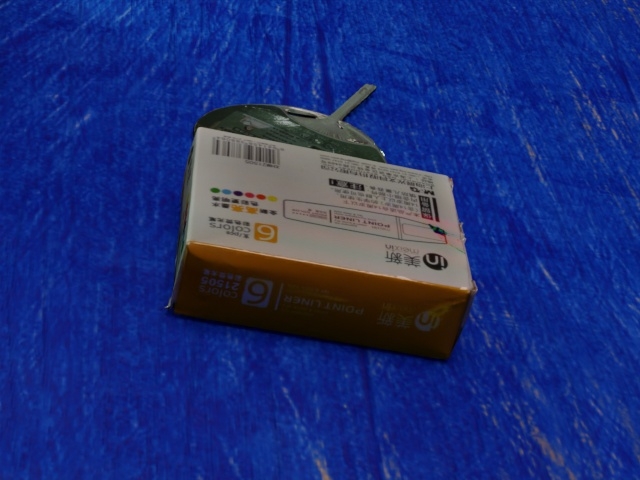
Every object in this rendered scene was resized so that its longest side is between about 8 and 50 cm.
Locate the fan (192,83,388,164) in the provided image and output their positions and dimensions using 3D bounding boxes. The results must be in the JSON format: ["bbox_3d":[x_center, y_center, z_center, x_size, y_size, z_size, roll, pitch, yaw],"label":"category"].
[{"bbox_3d":[0.009,-0.103,1.720,0.294,0.012,0.223,-13,40,-36],"label":"fan"}]

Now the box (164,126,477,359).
[{"bbox_3d":[0.000,0.000,1.473,0.274,0.091,0.220,11,32,-7],"label":"box"}]
